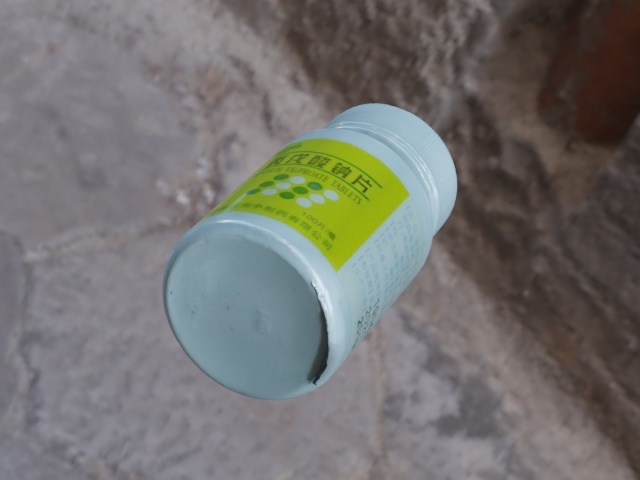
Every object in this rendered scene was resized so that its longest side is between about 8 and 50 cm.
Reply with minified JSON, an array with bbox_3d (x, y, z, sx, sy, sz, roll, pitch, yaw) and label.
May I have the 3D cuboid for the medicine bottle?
[{"bbox_3d":[0.000,0.000,0.421,0.047,0.047,0.083,34,37,7],"label":"medicine bottle"}]
